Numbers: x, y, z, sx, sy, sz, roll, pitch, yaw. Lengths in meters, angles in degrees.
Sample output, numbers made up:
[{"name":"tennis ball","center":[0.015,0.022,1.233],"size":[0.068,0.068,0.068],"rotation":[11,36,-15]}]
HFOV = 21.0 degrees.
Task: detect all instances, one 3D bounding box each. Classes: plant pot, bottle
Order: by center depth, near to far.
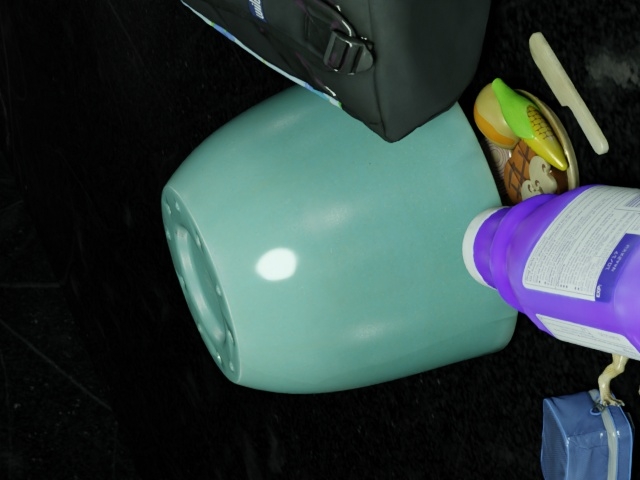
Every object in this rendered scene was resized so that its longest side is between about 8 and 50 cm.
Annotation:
[{"name":"bottle","center":[0.198,0.018,1.247],"size":[0.092,0.118,0.283],"rotation":[46,166,-21]},{"name":"plant pot","center":[0.000,0.000,1.508],"size":[0.293,0.235,0.293],"rotation":[160,90,-75]}]

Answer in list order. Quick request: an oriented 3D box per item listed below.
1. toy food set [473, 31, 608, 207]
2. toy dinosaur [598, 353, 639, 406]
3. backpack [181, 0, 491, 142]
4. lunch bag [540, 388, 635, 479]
[{"name":"toy food set","center":[0.160,-0.062,1.386],"size":[0.132,0.038,0.192],"rotation":[62,156,25]},{"name":"toy dinosaur","center":[0.239,0.079,1.309],"size":[0.183,0.053,0.093],"rotation":[4,95,59]},{"name":"backpack","center":[-0.017,-0.280,1.414],"size":[0.355,0.273,0.290],"rotation":[18,128,38]},{"name":"lunch bag","center":[0.217,0.164,1.385],"size":[0.067,0.065,0.098],"rotation":[-110,14,-53]}]
